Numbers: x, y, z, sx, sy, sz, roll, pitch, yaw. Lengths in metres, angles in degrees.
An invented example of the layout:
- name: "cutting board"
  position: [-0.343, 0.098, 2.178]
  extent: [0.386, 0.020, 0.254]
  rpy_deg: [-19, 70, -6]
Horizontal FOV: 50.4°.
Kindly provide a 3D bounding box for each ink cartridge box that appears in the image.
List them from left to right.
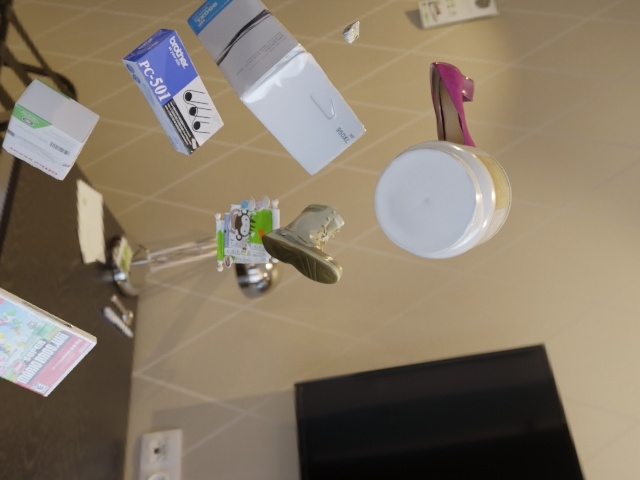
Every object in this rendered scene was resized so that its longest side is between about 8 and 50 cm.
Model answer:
- name: "ink cartridge box"
  position: [-0.630, -0.252, 1.579]
  extent: [0.219, 0.160, 0.092]
  rpy_deg: [-30, -146, 53]
- name: "ink cartridge box"
  position: [-0.259, -0.263, 1.220]
  extent: [0.097, 0.046, 0.207]
  rpy_deg: [-47, 137, -23]
- name: "ink cartridge box"
  position: [-0.103, -0.371, 1.517]
  extent: [0.285, 0.166, 0.395]
  rpy_deg: [43, 10, -46]

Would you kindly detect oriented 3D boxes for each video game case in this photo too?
- name: "video game case"
  position: [-0.717, 0.247, 1.625]
  extent: [0.285, 0.204, 0.025]
  rpy_deg: [38, 11, -34]

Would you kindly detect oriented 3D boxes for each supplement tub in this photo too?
- name: "supplement tub"
  position: [0.249, -0.084, 1.367]
  extent: [0.316, 0.228, 0.228]
  rpy_deg: [-12, 92, -65]

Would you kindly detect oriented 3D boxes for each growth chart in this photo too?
- name: "growth chart"
  position: [-0.180, -0.017, 1.650]
  extent: [0.021, 0.237, 0.171]
  rpy_deg: [-6, 89, -48]

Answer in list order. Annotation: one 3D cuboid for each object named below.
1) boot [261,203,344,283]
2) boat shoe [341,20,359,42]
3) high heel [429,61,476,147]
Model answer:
- name: "boot"
  position: [0.000, 0.000, 1.461]
  extent: [0.213, 0.165, 0.077]
  rpy_deg: [26, -41, 36]
- name: "boat shoe"
  position: [0.082, -0.530, 1.735]
  extent: [0.035, 0.035, 0.100]
  rpy_deg: [59, 29, -24]
- name: "high heel"
  position: [0.366, -0.332, 2.008]
  extent: [0.181, 0.127, 0.377]
  rpy_deg: [12, 76, -41]
